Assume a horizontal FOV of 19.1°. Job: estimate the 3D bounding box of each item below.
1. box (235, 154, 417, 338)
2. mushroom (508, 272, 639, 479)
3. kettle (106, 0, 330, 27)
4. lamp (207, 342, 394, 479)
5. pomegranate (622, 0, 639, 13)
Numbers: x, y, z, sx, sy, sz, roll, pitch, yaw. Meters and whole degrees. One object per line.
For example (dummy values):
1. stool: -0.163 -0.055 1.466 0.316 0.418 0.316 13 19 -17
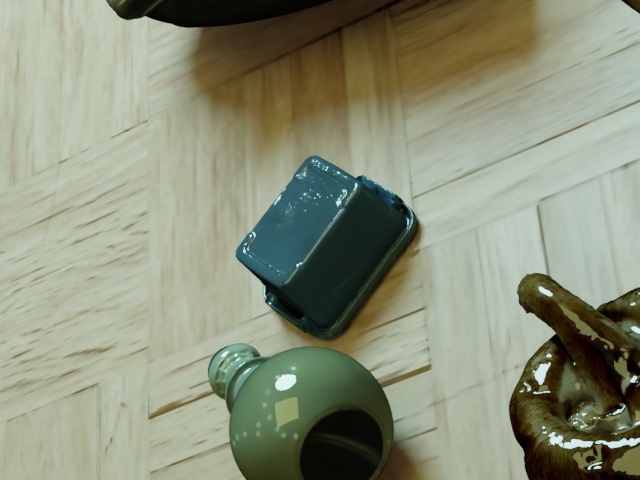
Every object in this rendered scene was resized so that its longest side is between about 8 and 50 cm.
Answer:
1. box: 0.000 0.000 1.136 0.074 0.054 0.099 33 84 44
2. mushroom: 0.152 0.071 0.954 0.135 0.080 0.170 -34 44 -2
3. kettle: -0.043 -0.252 1.239 0.271 0.207 0.251 -28 55 31
4. lamp: -0.023 0.093 1.081 0.091 0.091 0.163 -53 30 -3
5. pomegranate: 0.236 -0.226 0.957 0.281 0.281 0.281 -20 52 27
